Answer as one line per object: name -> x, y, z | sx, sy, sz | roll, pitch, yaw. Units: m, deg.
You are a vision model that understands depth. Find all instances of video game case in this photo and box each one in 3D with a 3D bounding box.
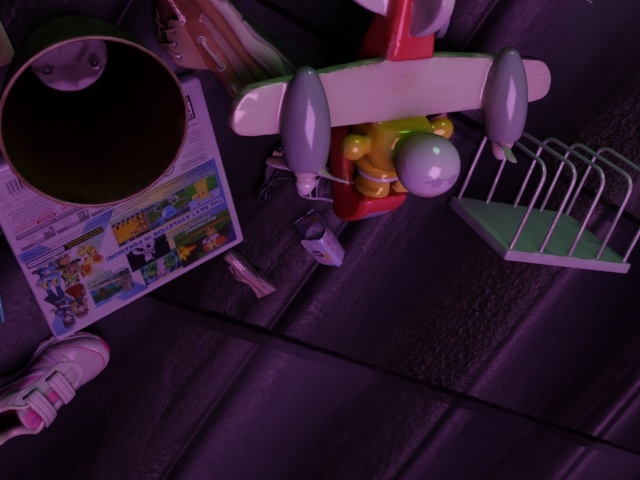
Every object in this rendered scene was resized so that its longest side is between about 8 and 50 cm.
video game case -> -0.286, -0.046, 1.299 | 0.329, 0.036, 0.299 | -30, 131, -22

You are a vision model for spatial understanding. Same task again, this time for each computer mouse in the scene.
computer mouse -> -0.003, -0.096, 1.440 | 0.193, 0.042, 0.106 | 8, 114, -23

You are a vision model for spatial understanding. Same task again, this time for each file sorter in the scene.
file sorter -> 0.405, -0.075, 1.548 | 0.278, 0.193, 0.173 | 6, 117, -28

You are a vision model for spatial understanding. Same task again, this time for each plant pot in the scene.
plant pot -> -0.298, -0.190, 1.113 | 0.216, 0.230, 0.215 | -13, 126, -18

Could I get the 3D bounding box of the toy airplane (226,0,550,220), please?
toy airplane -> 0.116, -0.186, 1.223 | 0.386, 0.272, 0.384 | -35, 146, 12

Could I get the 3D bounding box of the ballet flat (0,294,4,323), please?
ballet flat -> -0.484, 0.002, 1.221 | 0.086, 0.086, 0.248 | -6, 98, -21

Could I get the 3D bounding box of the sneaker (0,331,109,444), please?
sneaker -> -0.440, 0.244, 1.421 | 0.252, 0.111, 0.103 | -34, 130, -1

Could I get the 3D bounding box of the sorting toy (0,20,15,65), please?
sorting toy -> -0.465, -0.262, 1.105 | 0.132, 0.046, 0.274 | -23, 128, -10

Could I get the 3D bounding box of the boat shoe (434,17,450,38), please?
boat shoe -> 0.168, -0.370, 1.330 | 0.040, 0.049, 0.142 | -6, 118, -14

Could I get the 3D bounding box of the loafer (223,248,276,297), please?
loafer -> -0.123, 0.059, 1.489 | 0.039, 0.045, 0.125 | -38, 133, 12

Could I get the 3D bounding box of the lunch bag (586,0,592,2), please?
lunch bag -> 0.340, -0.470, 1.212 | 0.243, 0.115, 0.303 | -13, 100, -36

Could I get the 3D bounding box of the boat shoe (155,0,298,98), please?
boat shoe -> -0.160, -0.279, 1.191 | 0.116, 0.123, 0.324 | -42, 128, 9

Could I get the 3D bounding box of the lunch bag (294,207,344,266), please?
lunch bag -> 0.000, 0.000, 1.478 | 0.053, 0.083, 0.071 | -38, 130, 3
